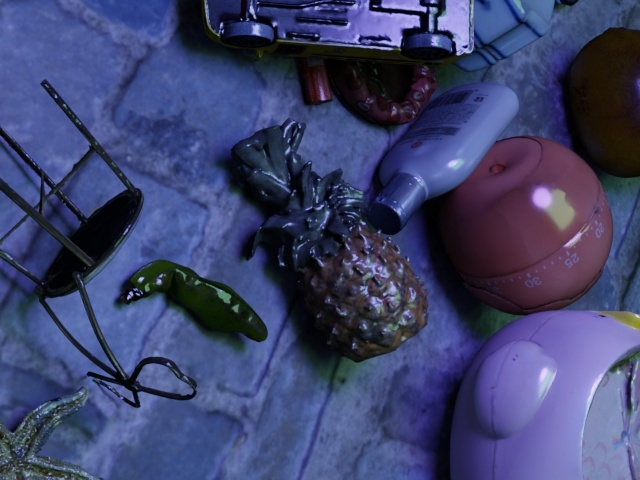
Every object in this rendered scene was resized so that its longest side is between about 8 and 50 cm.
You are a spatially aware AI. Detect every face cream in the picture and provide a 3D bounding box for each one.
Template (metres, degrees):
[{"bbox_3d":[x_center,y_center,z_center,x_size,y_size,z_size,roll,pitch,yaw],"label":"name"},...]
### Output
[{"bbox_3d":[0.152,-0.111,1.895,0.291,0.144,0.071,-50,123,-42],"label":"face cream"}]

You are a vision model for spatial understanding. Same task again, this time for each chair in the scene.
[{"bbox_3d":[-0.241,0.011,1.470,0.326,0.160,0.170,46,52,-21],"label":"chair"}]

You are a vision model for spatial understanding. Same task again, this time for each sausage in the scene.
[{"bbox_3d":[-0.012,-0.240,1.845,0.034,0.034,0.129,-7,84,-46],"label":"sausage"}]

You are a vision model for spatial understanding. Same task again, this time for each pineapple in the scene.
[{"bbox_3d":[0.000,0.000,1.731,0.170,0.141,0.310,-35,98,-18],"label":"pineapple"}]

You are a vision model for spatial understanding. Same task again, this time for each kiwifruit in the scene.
[{"bbox_3d":[0.482,-0.218,2.220,0.196,0.196,0.234,-16,86,-46],"label":"kiwifruit"}]

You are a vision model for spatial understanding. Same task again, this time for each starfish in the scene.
[{"bbox_3d":[-0.294,0.239,1.422,0.208,0.053,0.176,1,78,-46],"label":"starfish"}]

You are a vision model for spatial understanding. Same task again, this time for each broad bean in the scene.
[{"bbox_3d":[-0.140,0.065,1.627,0.195,0.046,0.061,19,78,-35],"label":"broad bean"}]

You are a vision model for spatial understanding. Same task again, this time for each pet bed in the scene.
[{"bbox_3d":[0.083,-0.248,1.928,0.201,0.053,0.201,9,76,-42],"label":"pet bed"}]

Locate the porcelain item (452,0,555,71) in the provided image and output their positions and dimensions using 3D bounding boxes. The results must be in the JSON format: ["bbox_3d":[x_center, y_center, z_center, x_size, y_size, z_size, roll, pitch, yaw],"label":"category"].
[{"bbox_3d":[0.193,-0.395,1.967,0.281,0.157,0.286,52,30,-20],"label":"porcelain item"}]

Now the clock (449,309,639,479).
[{"bbox_3d":[0.312,0.290,1.864,0.368,0.250,0.377,35,69,-36],"label":"clock"}]

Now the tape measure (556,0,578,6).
[{"bbox_3d":[0.379,-0.444,2.254,0.146,0.081,0.125,55,44,-19],"label":"tape measure"}]

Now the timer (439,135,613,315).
[{"bbox_3d":[0.278,-0.020,1.937,0.229,0.229,0.215,-52,125,-39],"label":"timer"}]

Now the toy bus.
[{"bbox_3d":[0.016,-0.288,1.752,0.331,0.151,0.145,3,83,-11],"label":"toy bus"}]
